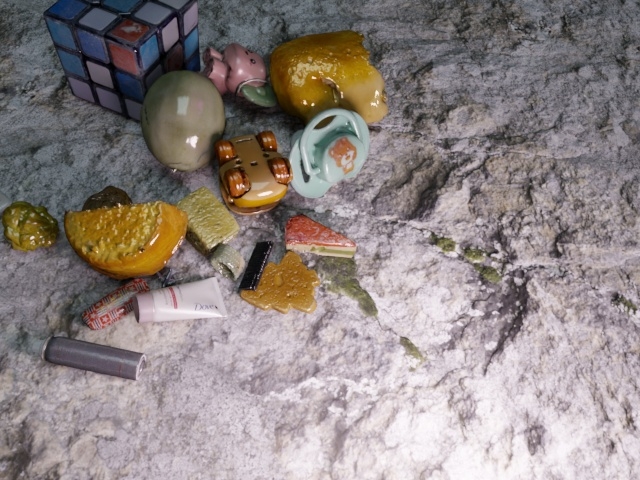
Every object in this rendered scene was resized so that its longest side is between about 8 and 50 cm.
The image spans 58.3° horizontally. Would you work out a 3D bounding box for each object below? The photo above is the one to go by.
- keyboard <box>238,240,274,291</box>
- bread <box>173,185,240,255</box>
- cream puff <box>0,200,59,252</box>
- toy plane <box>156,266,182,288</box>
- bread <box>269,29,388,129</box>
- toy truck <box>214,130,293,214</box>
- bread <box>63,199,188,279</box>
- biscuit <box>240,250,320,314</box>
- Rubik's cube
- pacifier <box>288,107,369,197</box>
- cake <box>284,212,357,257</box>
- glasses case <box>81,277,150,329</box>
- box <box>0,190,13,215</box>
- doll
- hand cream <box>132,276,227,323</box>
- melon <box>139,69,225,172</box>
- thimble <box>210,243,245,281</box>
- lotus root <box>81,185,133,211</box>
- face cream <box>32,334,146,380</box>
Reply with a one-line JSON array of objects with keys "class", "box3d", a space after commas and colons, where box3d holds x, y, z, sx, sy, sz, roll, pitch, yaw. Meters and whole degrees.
[{"class": "keyboard", "box3d": [-0.190, 0.073, 1.702, 0.060, 0.018, 0.195, -2, 43, 18]}, {"class": "bread", "box3d": [-0.349, -0.052, 1.736, 0.138, 0.102, 0.196, -38, 72, -24]}, {"class": "cream puff", "box3d": [-0.831, -0.047, 1.654, 0.156, 0.121, 0.156, 6, 52, -7]}, {"class": "toy plane", "box3d": [-0.443, 0.113, 1.661, 0.079, 0.031, 0.083, 13, 57, 1]}, {"class": "bread", "box3d": [0.017, -0.570, 2.011, 0.394, 0.250, 0.361, -13, 61, -21]}, {"class": "toy truck", "box3d": [-0.216, -0.212, 1.793, 0.204, 0.211, 0.288, -16, 58, -17]}, {"class": "bread", "box3d": [-0.545, 0.006, 1.607, 0.340, 0.194, 0.179, -6, 73, 2]}, {"class": "biscuit", "box3d": [-0.119, 0.138, 1.685, 0.239, 0.041, 0.212, -14, 60, -10]}, {"class": "Rubik's cube", "box3d": [-0.641, -0.656, 1.926, 0.362, 0.363, 0.358, 23, 56, 5]}, {"class": "pacifier", "box3d": [-0.003, -0.309, 1.885, 0.343, 0.288, 0.269, -33, 42, -29]}, {"class": "cake", "box3d": [-0.002, -0.017, 1.772, 0.220, 0.086, 0.116, 3, 60, -5]}, {"class": "glasses case", "box3d": [-0.564, 0.175, 1.594, 0.194, 0.049, 0.073, -36, 70, -26]}, {"class": "box", "box3d": [-1.074, -0.149, 1.730, 0.285, 0.044, 0.142, 36, 58, 15]}, {"class": "doll", "box3d": [-0.293, -0.579, 2.042, 0.268, 0.216, 0.284, 11, 47, -33]}, {"class": "hand cream", "box3d": [-0.392, 0.176, 1.607, 0.248, 0.083, 0.133, -8, 61, -29]}, {"class": "melon", "box3d": [-0.436, -0.372, 1.821, 0.269, 0.268, 0.330, 5, 83, -5]}, {"class": "thimble", "box3d": [-0.268, 0.066, 1.679, 0.084, 0.110, 0.062, -6, 45, 43]}, {"class": "lotus root", "box3d": [-0.641, -0.109, 1.730, 0.159, 0.135, 0.095, -3, 57, -25]}, {"class": "face cream", "box3d": [-0.604, 0.302, 1.495, 0.284, 0.073, 0.073, 12, 57, -1]}]
